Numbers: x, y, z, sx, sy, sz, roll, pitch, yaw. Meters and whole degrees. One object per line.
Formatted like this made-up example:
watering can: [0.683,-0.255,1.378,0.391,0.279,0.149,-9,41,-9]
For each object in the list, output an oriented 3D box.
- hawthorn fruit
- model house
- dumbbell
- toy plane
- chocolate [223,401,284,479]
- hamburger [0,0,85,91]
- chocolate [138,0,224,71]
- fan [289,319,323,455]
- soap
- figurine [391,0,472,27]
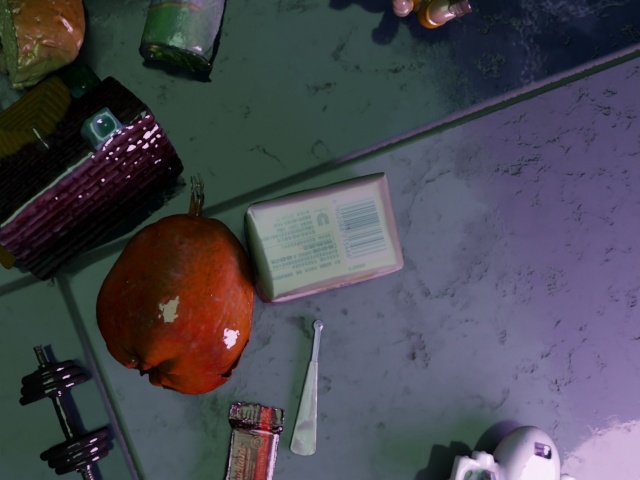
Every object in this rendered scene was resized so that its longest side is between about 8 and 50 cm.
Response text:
hawthorn fruit: [-0.182,0.053,1.721,0.211,0.211,0.299,13,76,-4]
model house: [-0.355,-0.099,1.689,0.280,0.249,0.230,-41,89,-7]
dumbbell: [-0.347,0.241,1.739,0.099,0.099,0.209,-21,88,-6]
toy plane: [0.263,0.377,1.779,0.244,0.117,0.245,1,88,-22]
chocolate: [-0.099,0.319,1.792,0.086,0.028,0.183,6,86,-12]
hamburger: [-0.380,-0.301,1.713,0.155,0.208,0.135,-3,129,-26]
chocolate: [-0.176,-0.393,1.804,0.110,0.110,0.291,11,83,-4]
fan: [-0.013,0.208,1.813,0.038,0.016,0.193,8,86,-7]
soap: [0.000,0.000,1.746,0.199,0.182,0.138,-14,89,-6]
figurine: [0.109,-0.414,1.800,0.192,0.167,0.257,-44,114,-10]
